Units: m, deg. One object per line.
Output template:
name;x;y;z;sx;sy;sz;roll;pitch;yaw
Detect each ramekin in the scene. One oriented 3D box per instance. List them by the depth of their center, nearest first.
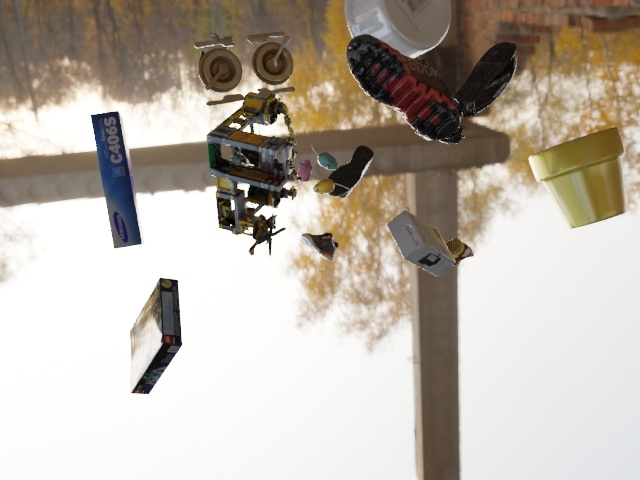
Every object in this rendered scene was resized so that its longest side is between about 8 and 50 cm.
ramekin;0.212;-0.606;1.911;0.277;0.277;0.135;-17;-173;-33

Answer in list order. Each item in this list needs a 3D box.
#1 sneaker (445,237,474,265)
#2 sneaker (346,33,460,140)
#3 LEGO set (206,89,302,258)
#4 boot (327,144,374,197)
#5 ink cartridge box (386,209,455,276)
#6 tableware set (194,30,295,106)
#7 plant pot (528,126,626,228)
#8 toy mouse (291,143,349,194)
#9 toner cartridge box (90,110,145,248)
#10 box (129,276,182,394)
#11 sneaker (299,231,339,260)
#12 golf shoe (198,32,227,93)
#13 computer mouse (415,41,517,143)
sneaker;0.379;0.055;2.220;0.084;0.069;0.185;31;147;-30
sneaker;0.158;-0.312;1.417;0.098;0.276;0.135;-40;-150;33
LEGO set;-0.102;-0.145;1.569;0.192;0.331;0.255;15;-150;20
boot;0.087;-0.185;2.368;0.083;0.161;0.246;34;-126;10
ink cartridge box;0.273;0.008;1.976;0.175;0.072;0.127;26;-148;-46
tableware set;-0.142;-0.344;1.433;0.194;0.128;0.039;-13;-173;-17
plant pot;0.751;-0.169;2.071;0.254;0.239;0.254;-17;178;-1
toy mouse;-0.013;-0.195;1.968;0.161;0.143;0.031;-10;178;20
toner cartridge box;-0.532;-0.155;1.921;0.075;0.347;0.165;-10;-178;-9
box;-0.357;0.208;1.562;0.044;0.233;0.159;9;-130;-28
sneaker;0.000;0.000;1.910;0.061;0.065;0.158;30;176;30
golf shoe;-0.286;-0.437;1.853;0.069;0.176;0.086;29;-129;14
computer mouse;0.316;-0.305;1.558;0.060;0.262;0.184;37;173;-26
